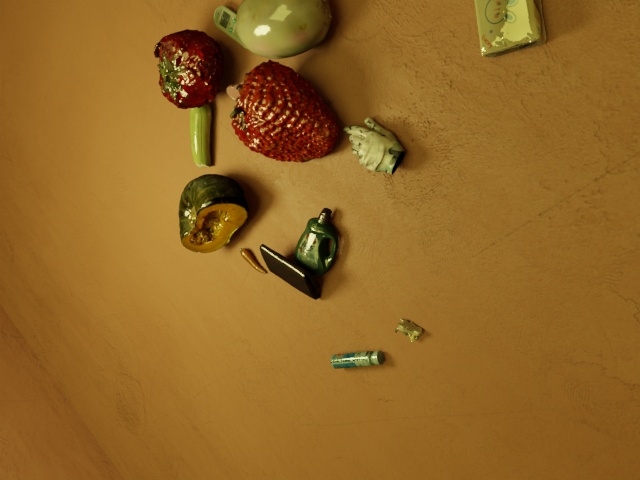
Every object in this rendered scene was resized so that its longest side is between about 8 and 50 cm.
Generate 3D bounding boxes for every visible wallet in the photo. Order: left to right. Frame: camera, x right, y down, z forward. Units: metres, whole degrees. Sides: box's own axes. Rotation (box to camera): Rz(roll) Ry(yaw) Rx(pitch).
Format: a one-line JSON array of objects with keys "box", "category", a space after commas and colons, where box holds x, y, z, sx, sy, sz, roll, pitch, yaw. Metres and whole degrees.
[{"box": [-0.107, 0.107, 1.872, 0.229, 0.049, 0.182, 29, 159, 29], "category": "wallet"}]

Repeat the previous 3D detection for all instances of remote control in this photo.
[{"box": [-0.287, -0.738, 1.875, 0.221, 0.042, 0.078, 42, 121, 22], "category": "remote control"}]

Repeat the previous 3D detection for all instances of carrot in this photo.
[{"box": [-0.255, 0.077, 2.030, 0.142, 0.035, 0.035, 45, 121, 10], "category": "carrot"}]

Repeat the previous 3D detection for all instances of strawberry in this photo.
[{"box": [-0.438, -0.604, 1.902, 0.274, 0.220, 0.274, 21, 127, 31], "category": "strawberry"}, {"box": [-0.103, -0.383, 1.718, 0.351, 0.267, 0.312, 26, 146, -3], "category": "strawberry"}]

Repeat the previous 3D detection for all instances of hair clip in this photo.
[{"box": [-0.251, -0.478, 1.867, 0.123, 0.102, 0.138, 6, 104, 37], "category": "hair clip"}]

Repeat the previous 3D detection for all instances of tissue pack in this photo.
[{"box": [0.469, -0.576, 1.353, 0.148, 0.092, 0.196, -6, 95, 36], "category": "tissue pack"}]

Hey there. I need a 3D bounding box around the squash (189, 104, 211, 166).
[{"box": [-0.447, -0.397, 2.032, 0.083, 0.083, 0.250, 11, 107, 33], "category": "squash"}]

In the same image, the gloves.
[{"box": [0.149, -0.288, 1.630, 0.212, 0.111, 0.127, 32, 121, 17], "category": "gloves"}]

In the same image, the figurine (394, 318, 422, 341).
[{"box": [0.277, 0.285, 1.700, 0.083, 0.047, 0.050, 26, 129, 20], "category": "figurine"}]

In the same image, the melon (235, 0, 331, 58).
[{"box": [-0.112, -0.676, 1.657, 0.317, 0.223, 0.223, -5, 97, 30], "category": "melon"}]

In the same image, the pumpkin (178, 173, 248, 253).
[{"box": [-0.386, -0.125, 1.996, 0.325, 0.242, 0.232, -42, 46, 38], "category": "pumpkin"}]

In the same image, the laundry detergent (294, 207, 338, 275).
[{"box": [0.000, 0.000, 1.810, 0.144, 0.078, 0.222, 33, 114, 23], "category": "laundry detergent"}]

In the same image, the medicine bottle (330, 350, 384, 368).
[{"box": [0.122, 0.402, 1.823, 0.191, 0.051, 0.051, -13, 92, 36], "category": "medicine bottle"}]
